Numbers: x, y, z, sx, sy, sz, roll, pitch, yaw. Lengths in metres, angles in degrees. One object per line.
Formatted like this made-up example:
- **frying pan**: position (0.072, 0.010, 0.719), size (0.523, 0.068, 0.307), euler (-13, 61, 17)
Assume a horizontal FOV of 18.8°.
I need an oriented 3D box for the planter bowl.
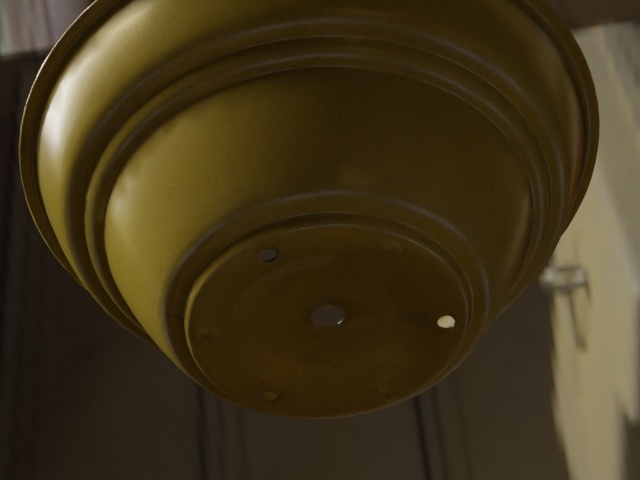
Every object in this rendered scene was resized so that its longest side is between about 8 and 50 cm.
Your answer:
- **planter bowl**: position (0.000, 0.000, 0.691), size (0.090, 0.217, 0.217), euler (-96, -2, -45)
